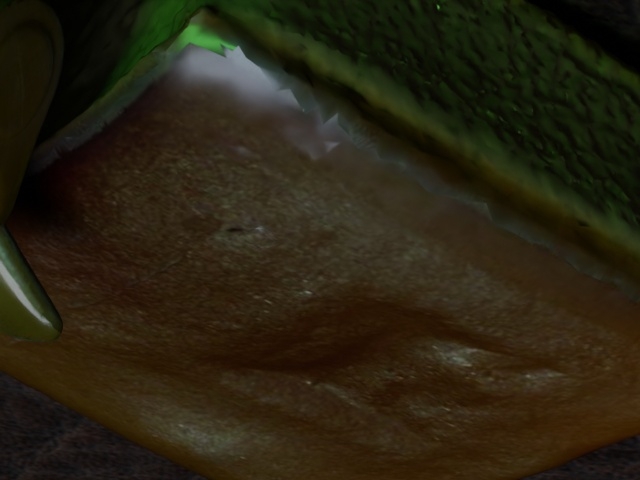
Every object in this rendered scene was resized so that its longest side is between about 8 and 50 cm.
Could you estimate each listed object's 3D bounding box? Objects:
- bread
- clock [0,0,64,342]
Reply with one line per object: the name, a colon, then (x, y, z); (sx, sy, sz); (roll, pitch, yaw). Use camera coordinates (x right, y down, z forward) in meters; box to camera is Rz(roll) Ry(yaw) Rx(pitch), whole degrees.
bread: (0.000, 0.000, 0.895); (0.333, 0.143, 0.323); (27, 146, -27)
clock: (-0.241, -0.080, 0.725); (0.286, 0.117, 0.348); (-14, 116, 37)
